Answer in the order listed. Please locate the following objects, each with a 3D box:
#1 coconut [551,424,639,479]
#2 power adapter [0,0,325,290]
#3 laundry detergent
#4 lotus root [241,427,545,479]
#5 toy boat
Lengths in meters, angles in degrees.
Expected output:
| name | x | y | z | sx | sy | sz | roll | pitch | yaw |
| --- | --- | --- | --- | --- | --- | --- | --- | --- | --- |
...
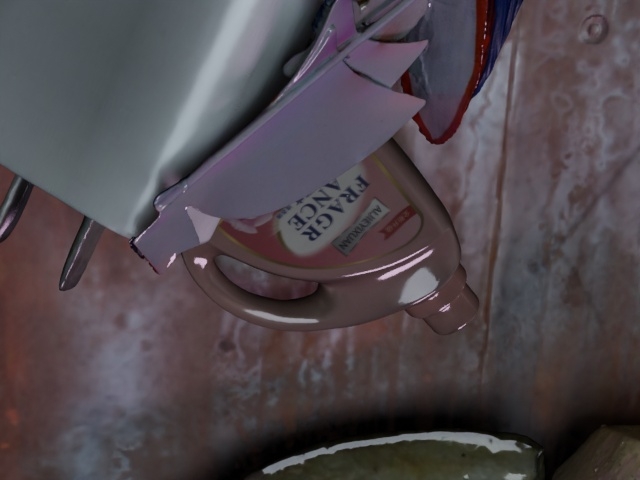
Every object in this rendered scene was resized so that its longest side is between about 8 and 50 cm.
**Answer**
| name | x | y | z | sx | sy | sz | roll | pitch | yaw |
| --- | --- | --- | --- | --- | --- | --- | --- | --- | --- |
| coconut | 0.277 | 0.263 | 1.159 | 0.237 | 0.197 | 0.237 | -4 | 98 | -26 |
| power adapter | -0.131 | -0.093 | 0.929 | 0.187 | 0.124 | 0.255 | 31 | 102 | 14 |
| laundry detergent | 0.000 | 0.000 | 1.059 | 0.171 | 0.076 | 0.237 | -38 | 117 | 5 |
| lotus root | 0.031 | 0.262 | 1.142 | 0.314 | 0.142 | 0.210 | -10 | 75 | -6 |
| toy boat | 0.026 | -0.086 | 0.926 | 0.318 | 0.072 | 0.219 | -53 | 153 | -1 |
